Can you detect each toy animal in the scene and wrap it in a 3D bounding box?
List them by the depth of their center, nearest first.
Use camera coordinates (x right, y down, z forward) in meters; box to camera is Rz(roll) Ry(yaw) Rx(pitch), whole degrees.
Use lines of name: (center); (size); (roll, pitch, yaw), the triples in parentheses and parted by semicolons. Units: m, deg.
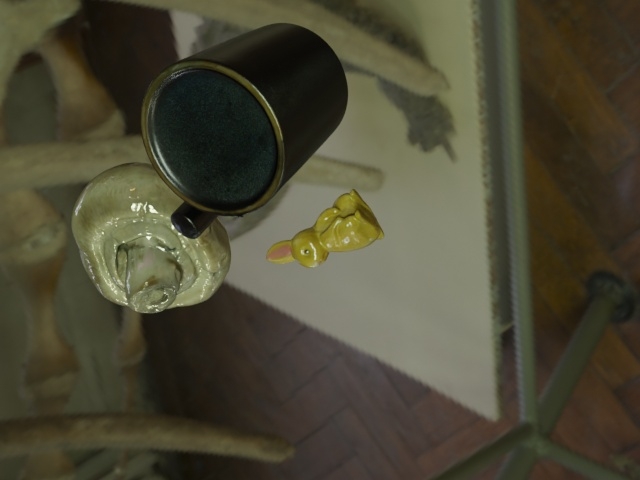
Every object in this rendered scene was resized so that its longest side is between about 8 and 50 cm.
toy animal: (0.002, 0.003, 1.711); (0.083, 0.159, 0.070); (51, -163, -41)

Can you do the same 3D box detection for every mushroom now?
mushroom: (-0.260, 0.018, 1.903); (0.260, 0.234, 0.254); (24, 128, -15)

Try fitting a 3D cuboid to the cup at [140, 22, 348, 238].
cup: (-0.097, -0.122, 1.319); (0.239, 0.177, 0.166); (-28, 100, 36)
